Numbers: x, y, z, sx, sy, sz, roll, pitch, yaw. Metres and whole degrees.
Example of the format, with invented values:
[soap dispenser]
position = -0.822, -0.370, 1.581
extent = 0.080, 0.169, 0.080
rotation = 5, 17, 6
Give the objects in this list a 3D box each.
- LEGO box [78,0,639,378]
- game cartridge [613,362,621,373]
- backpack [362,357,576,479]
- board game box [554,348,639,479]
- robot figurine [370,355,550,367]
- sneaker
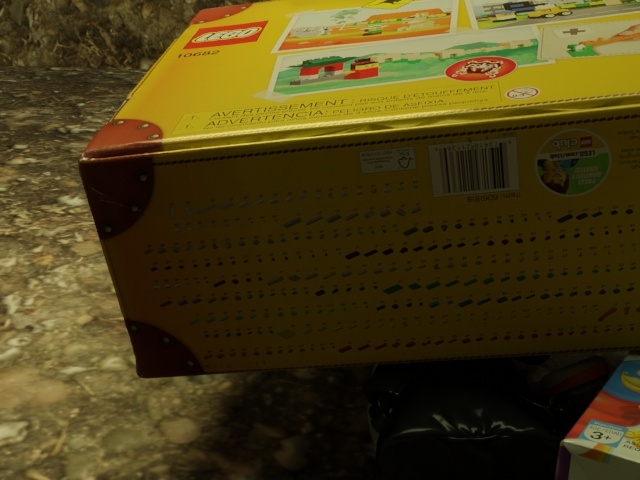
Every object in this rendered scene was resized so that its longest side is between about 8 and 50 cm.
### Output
[LEGO box]
position = 0.110, -0.082, 0.776
extent = 0.500, 0.193, 0.372
rotation = -4, 28, 10
[game cartridge]
position = 0.307, 0.137, 0.891
extent = 0.056, 0.017, 0.083
rotation = 6, 19, 26
[backpack]
position = 0.096, 0.135, 0.727
extent = 0.152, 0.115, 0.182
rotation = 6, 19, -6
[board game box]
position = 0.267, 0.155, 0.633
extent = 0.144, 0.142, 0.275
rotation = 13, 22, 30
[robot figurine]
position = 0.125, 0.030, 0.958
extent = 0.209, 0.173, 0.278
rotation = -12, 23, -42
[sneaker]
position = 0.195, 0.142, 0.760
extent = 0.061, 0.065, 0.158
rotation = -19, -16, -11
